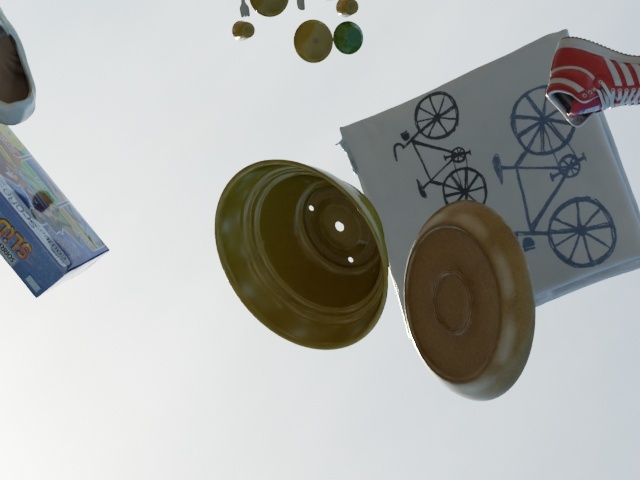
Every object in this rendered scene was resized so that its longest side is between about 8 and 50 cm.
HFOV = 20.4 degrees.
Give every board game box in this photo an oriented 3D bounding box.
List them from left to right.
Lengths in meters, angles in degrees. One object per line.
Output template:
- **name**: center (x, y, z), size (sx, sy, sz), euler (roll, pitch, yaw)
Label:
- **board game box**: center (-0.274, -0.049, 1.530), size (0.035, 0.201, 0.136), euler (-39, 180, 13)

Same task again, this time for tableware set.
- **tableware set**: center (-0.024, -0.245, 1.953), size (0.024, 0.154, 0.104), euler (8, -75, 64)

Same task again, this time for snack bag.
- **snack bag**: center (0.218, -0.059, 2.272), size (0.342, 0.037, 0.323), euler (-23, -105, 17)

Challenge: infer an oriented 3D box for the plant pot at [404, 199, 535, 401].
- **plant pot**: center (0.163, 0.071, 2.071), size (0.236, 0.032, 0.236), euler (10, -77, 56)

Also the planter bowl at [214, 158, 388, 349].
- **planter bowl**: center (0.000, 0.000, 1.886), size (0.217, 0.217, 0.090), euler (-26, -174, 41)

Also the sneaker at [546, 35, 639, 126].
- **sneaker**: center (0.240, -0.118, 1.436), size (0.042, 0.118, 0.067), euler (87, 23, -60)

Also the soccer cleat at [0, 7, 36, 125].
- **soccer cleat**: center (-0.290, -0.186, 1.463), size (0.068, 0.196, 0.076), euler (-33, -175, -23)
